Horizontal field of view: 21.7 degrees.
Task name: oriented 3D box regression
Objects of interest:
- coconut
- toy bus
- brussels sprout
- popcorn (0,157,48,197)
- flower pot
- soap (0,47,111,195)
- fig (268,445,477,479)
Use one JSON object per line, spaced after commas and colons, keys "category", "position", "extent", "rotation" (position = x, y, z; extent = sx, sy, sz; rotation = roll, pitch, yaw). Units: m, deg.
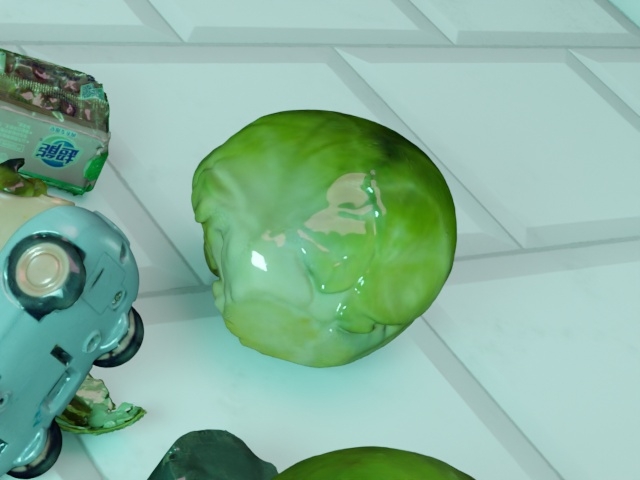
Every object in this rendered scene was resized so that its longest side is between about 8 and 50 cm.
{"category": "coconut", "position": [-0.262, 0.149, 1.685], "extent": [0.133, 0.055, 0.158], "rotation": [-6, 43, -40]}
{"category": "toy bus", "position": [-0.318, 0.076, 1.559], "extent": [0.232, 0.288, 0.194], "rotation": [29, -11, 24]}
{"category": "brussels sprout", "position": [0.000, 0.000, 1.931], "extent": [0.344, 0.268, 0.344], "rotation": [1, 42, -1]}
{"category": "popcorn", "position": [-0.379, 0.000, 1.745], "extent": [0.168, 0.173, 0.195], "rotation": [4, 42, 3]}
{"category": "flower pot", "position": [-0.108, 0.255, 1.599], "extent": [0.157, 0.107, 0.157], "rotation": [18, 31, -11]}
{"category": "soap", "position": [-0.390, -0.167, 2.015], "extent": [0.273, 0.098, 0.218], "rotation": [17, 33, -17]}
{"category": "fig", "position": [0.062, 0.312, 1.436], "extent": [0.316, 0.316, 0.316], "rotation": [19, 32, -13]}
